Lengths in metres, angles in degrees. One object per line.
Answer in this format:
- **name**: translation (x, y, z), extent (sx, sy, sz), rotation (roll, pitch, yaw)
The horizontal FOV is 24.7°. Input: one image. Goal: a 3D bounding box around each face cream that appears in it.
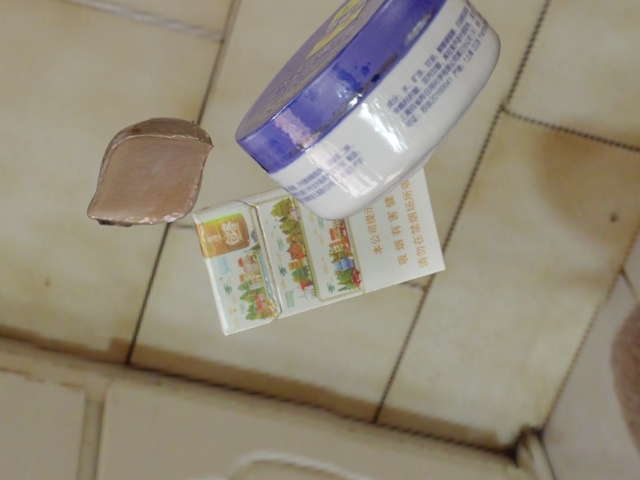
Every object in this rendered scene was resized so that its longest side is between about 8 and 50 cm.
- **face cream**: translation (0.039, -0.115, 1.128), extent (0.206, 0.206, 0.111), rotation (-42, 105, 18)

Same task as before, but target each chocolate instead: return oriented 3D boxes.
- **chocolate**: translation (-0.102, -0.045, 0.858), extent (0.064, 0.031, 0.101), rotation (-2, 152, -16)

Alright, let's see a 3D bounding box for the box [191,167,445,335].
- **box**: translation (0.000, 0.000, 1.366), extent (0.220, 0.032, 0.122), rotation (-16, 104, -11)
